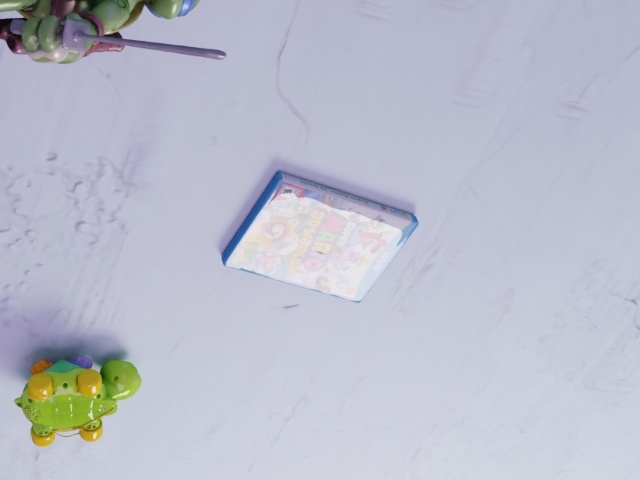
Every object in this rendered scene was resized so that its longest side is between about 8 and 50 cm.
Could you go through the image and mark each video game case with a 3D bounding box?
[{"bbox_3d":[0.000,0.000,1.432,0.166,0.015,0.119,17,124,-30],"label":"video game case"}]

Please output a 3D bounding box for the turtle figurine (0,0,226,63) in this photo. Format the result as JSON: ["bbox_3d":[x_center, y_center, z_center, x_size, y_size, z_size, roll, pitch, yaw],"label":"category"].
[{"bbox_3d":[-0.210,-0.228,1.039,0.266,0.274,0.198,0,97,-12],"label":"turtle figurine"}]

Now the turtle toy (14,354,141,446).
[{"bbox_3d":[-0.247,0.155,1.460,0.130,0.066,0.095,-5,132,-14],"label":"turtle toy"}]
